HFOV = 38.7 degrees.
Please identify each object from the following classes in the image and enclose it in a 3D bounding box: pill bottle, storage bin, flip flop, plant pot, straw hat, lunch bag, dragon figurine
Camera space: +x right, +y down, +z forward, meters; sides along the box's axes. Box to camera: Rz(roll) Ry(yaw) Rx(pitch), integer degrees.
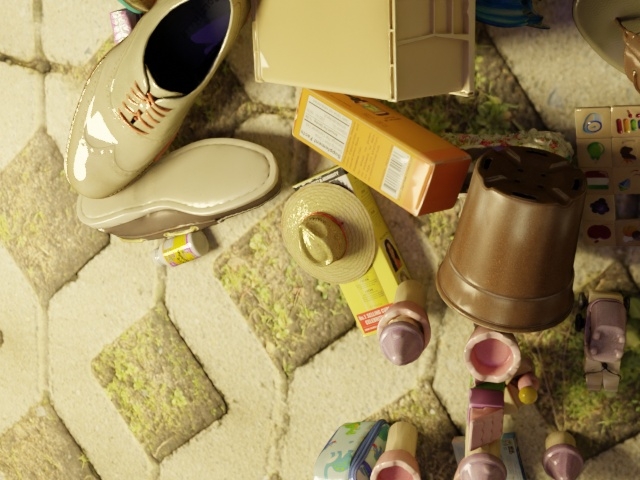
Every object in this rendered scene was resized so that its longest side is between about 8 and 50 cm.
[{"bbox_3d":[-0.212,0.014,1.371,0.083,0.043,0.043,-20,99,28],"label":"pill bottle"},{"bbox_3d":[0.040,-0.301,1.049,0.262,0.123,0.260,19,118,49],"label":"storage bin"},{"bbox_3d":[0.394,-0.189,1.020,0.112,0.080,0.277,-38,91,30],"label":"flip flop"},{"bbox_3d":[0.228,-0.009,1.053,0.167,0.167,0.165,18,127,17],"label":"plant pot"},{"bbox_3d":[0.000,0.000,1.199,0.144,0.061,0.144,8,111,21],"label":"straw hat"},{"bbox_3d":[0.069,0.383,1.303,0.090,0.176,0.219,-10,103,26],"label":"lunch bag"},{"bbox_3d":[0.223,-0.285,1.037,0.289,0.085,0.144,31,115,28],"label":"dragon figurine"}]

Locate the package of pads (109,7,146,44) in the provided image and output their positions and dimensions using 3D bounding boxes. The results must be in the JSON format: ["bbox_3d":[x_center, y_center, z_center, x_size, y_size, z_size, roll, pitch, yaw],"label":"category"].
[{"bbox_3d":[-0.256,-0.297,1.259,0.032,0.083,0.050,1,112,19],"label":"package of pads"}]

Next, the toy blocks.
[{"bbox_3d":[0.216,0.222,1.105,0.309,0.260,0.288,4,111,9],"label":"toy blocks"}]

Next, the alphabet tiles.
[{"bbox_3d":[0.421,-0.071,1.054,0.237,0.009,0.198,1,128,22],"label":"alphabet tiles"}]

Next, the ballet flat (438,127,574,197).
[{"bbox_3d":[0.192,-0.093,1.143,0.241,0.077,0.091,-10,104,26],"label":"ballet flat"}]

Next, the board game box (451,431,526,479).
[{"bbox_3d":[0.241,0.319,1.296,0.090,0.020,0.090,-10,104,24],"label":"board game box"}]

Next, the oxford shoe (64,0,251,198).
[{"bbox_3d":[-0.228,-0.197,1.178,0.140,0.146,0.397,30,114,-14],"label":"oxford shoe"}]

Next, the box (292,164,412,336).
[{"bbox_3d":[0.053,0.010,1.248,0.087,0.058,0.232,-21,99,27],"label":"box"}]

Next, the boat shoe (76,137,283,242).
[{"bbox_3d":[-0.191,-0.063,1.306,0.324,0.097,0.116,-11,63,22],"label":"boat shoe"}]

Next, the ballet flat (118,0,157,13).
[{"bbox_3d":[-0.312,-0.463,1.209,0.123,0.123,0.348,-42,85,29],"label":"ballet flat"}]

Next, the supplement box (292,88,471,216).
[{"bbox_3d":[0.071,-0.120,1.140,0.233,0.078,0.080,39,126,34],"label":"supplement box"}]
